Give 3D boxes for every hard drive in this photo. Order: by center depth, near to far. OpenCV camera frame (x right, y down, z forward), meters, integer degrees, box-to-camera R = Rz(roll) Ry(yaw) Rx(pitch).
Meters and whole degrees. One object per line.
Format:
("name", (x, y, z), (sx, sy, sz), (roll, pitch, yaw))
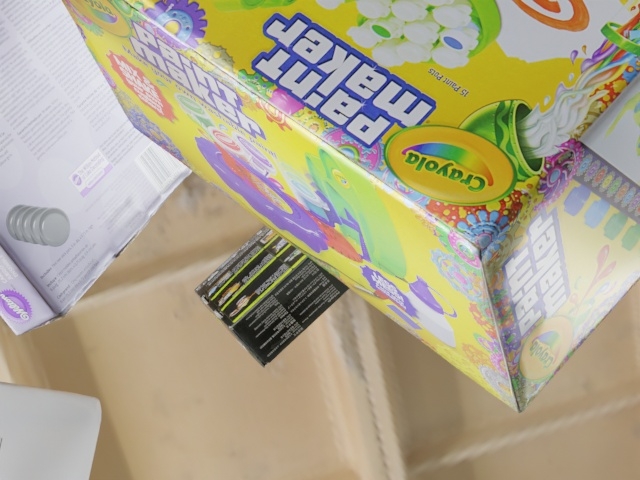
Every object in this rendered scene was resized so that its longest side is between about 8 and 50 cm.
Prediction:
("hard drive", (-0.222, 0.197, 1.087), (0.040, 0.318, 0.210), (10, -96, 9))

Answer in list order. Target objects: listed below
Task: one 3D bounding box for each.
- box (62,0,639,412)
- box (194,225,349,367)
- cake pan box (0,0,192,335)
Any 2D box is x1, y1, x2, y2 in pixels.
("box", (0.069, -0.126, 0.840), (0.279, 0.290, 0.177), (-46, -28, -14))
("box", (0.000, 0.000, 1.222), (0.190, 0.184, 0.045), (-43, -75, -5))
("cake pan box", (-0.251, -0.089, 1.449), (0.070, 0.267, 0.246), (-24, -70, 37))
